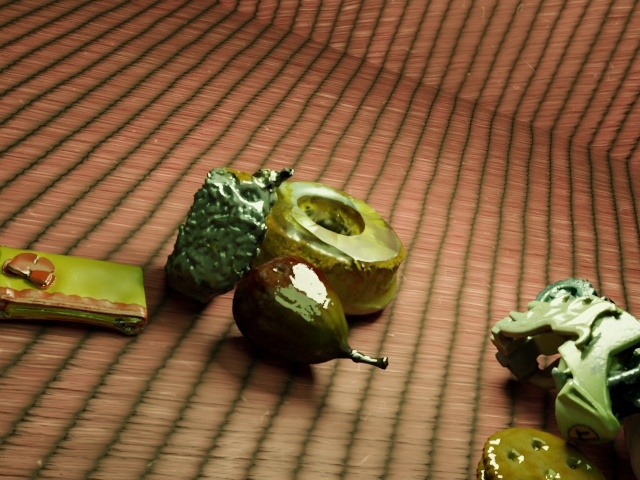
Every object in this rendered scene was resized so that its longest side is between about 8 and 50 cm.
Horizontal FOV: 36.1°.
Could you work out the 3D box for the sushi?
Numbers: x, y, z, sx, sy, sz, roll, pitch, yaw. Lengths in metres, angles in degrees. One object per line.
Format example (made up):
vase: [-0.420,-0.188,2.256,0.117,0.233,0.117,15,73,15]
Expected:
sushi: [-0.164,-0.025,1.667,0.139,0.274,0.184,24,5,-9]

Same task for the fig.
fig: [-0.009,0.140,1.599,0.274,0.145,0.170,33,40,21]

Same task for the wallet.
wallet: [-0.395,0.076,1.547,0.241,0.067,0.141,8,32,-23]

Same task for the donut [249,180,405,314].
donut: [0.000,0.000,1.838,0.330,0.160,0.330,9,32,-5]

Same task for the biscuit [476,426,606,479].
biscuit: [0.342,0.378,1.495,0.220,0.066,0.220,15,29,-9]

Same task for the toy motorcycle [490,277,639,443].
toy motorcycle: [0.445,0.200,1.653,0.237,0.169,0.410,-34,27,-3]

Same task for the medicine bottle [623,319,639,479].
medicine bottle: [0.623,0.283,1.703,0.202,0.202,0.316,20,27,0]
